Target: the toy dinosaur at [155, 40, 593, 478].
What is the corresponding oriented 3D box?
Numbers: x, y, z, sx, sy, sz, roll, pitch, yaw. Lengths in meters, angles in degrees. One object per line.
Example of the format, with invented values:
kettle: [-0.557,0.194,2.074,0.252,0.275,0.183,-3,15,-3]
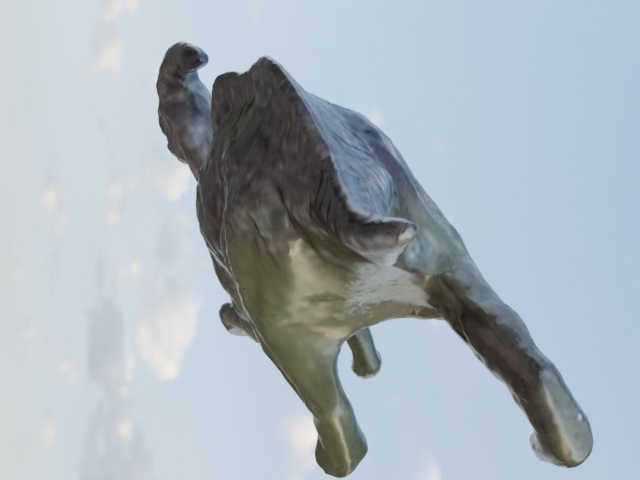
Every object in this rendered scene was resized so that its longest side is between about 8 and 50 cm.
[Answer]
toy dinosaur: [-0.007,0.003,0.497,0.294,0.077,0.162,14,-47,59]
